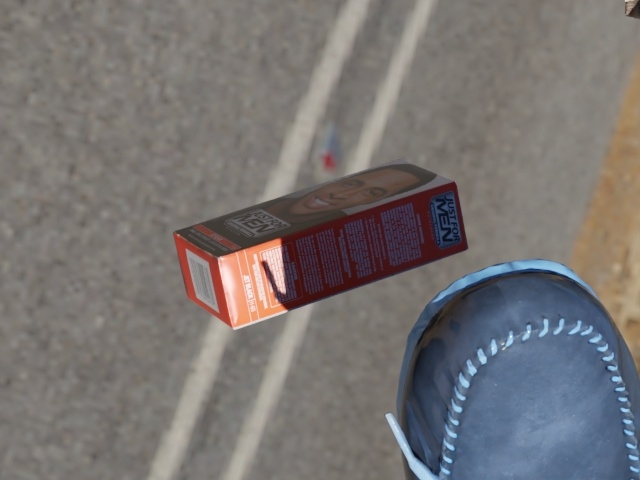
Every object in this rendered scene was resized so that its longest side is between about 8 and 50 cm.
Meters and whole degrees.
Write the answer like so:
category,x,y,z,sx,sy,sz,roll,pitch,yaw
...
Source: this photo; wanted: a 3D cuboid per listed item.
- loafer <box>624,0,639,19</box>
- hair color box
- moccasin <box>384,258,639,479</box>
category,x,y,z,sx,sy,sz,roll,pitch,yaw
loafer,0.200,-0.230,0.812,0.134,0.130,0.366,-18,136,-39
hair color box,0.000,0.000,1.074,0.141,0.072,0.043,-18,109,-21
moccasin,0.117,0.159,0.942,0.117,0.137,0.342,-106,-178,-49
